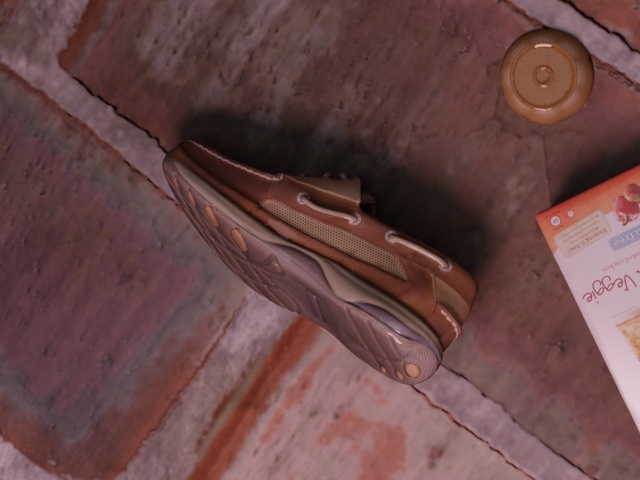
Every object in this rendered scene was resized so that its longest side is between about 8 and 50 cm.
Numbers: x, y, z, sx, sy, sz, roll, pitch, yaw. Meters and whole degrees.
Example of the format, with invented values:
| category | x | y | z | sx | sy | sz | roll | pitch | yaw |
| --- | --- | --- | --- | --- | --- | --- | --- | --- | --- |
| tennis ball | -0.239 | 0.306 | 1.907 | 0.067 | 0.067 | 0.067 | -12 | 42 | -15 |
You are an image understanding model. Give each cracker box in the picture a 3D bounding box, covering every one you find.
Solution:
| category | x | y | z | sx | sy | sz | roll | pitch | yaw |
| --- | --- | --- | --- | --- | --- | --- | --- | --- | --- |
| cracker box | 0.304 | 0.047 | 1.604 | 0.156 | 0.067 | 0.232 | -27 | 86 | 18 |

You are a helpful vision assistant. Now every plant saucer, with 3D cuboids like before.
| category | x | y | z | sx | sy | sz | roll | pitch | yaw |
| --- | --- | --- | --- | --- | --- | --- | --- | --- | --- |
| plant saucer | 0.195 | -0.143 | 1.651 | 0.083 | 0.015 | 0.083 | 1 | 95 | 17 |

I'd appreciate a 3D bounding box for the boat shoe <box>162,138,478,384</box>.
| category | x | y | z | sx | sy | sz | roll | pitch | yaw |
| --- | --- | --- | --- | --- | --- | --- | --- | --- | --- |
| boat shoe | 0.000 | 0.000 | 1.686 | 0.324 | 0.123 | 0.116 | 35 | 70 | 21 |
